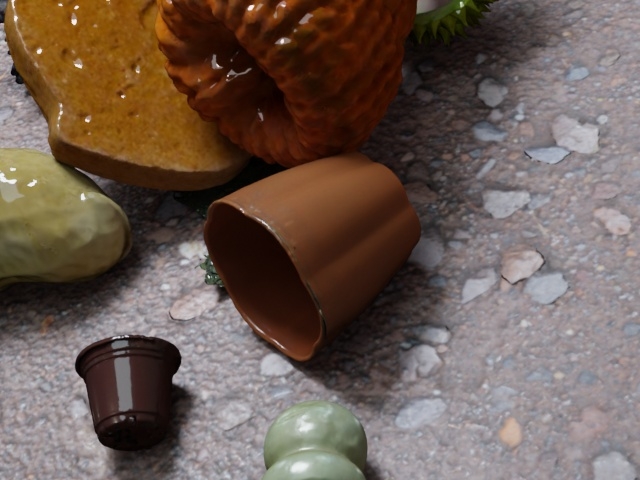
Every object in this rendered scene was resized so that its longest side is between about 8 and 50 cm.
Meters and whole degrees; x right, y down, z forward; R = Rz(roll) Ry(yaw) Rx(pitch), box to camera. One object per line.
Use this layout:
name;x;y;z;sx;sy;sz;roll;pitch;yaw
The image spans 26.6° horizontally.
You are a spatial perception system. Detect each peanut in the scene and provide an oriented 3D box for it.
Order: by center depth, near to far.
peanut;-0.390;-0.019;1.559;0.340;0.158;0.174;-12;85;17

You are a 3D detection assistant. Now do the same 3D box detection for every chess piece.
chess piece;-0.008;0.247;1.212;0.133;0.133;0.243;-11;42;12

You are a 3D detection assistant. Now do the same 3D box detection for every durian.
durian;0.097;-0.356;1.671;0.157;0.169;0.355;-19;48;-25

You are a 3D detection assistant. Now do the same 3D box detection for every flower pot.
flower pot;-0.195;0.161;1.380;0.111;0.111;0.089;-14;57;10
flower pot;0.000;0.000;1.398;0.173;0.190;0.191;-35;45;-26

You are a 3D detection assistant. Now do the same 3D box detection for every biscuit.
biscuit;-0.171;-0.257;1.619;0.350;0.078;0.455;34;63;-1

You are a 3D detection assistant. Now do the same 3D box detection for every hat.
hat;0.008;-0.286;1.527;0.285;0.285;0.400;14;47;31

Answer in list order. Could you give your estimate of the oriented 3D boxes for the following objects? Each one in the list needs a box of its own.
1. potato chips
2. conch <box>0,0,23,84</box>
potato chips;-0.078;-0.035;1.558;0.202;0.029;0.220;-12;44;8
conch;-0.311;-0.326;1.789;0.313;0.186;0.240;-34;33;18
